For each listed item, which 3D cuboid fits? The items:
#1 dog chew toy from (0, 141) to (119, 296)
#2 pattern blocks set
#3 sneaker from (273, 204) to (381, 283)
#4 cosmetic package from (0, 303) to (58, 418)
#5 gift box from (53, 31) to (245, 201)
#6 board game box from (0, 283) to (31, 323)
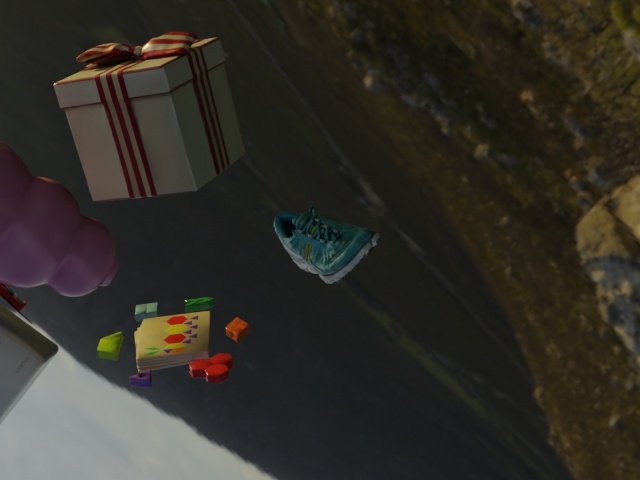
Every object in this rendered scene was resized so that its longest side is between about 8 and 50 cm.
[{"bbox_3d":[-0.466,-0.022,1.519,0.332,0.206,0.206,30,177,-22],"label":"dog chew toy"},{"bbox_3d":[-0.279,0.192,1.876,0.325,0.286,0.026,-82,-13,-67],"label":"pattern blocks set"},{"bbox_3d":[0.000,0.000,1.643,0.110,0.107,0.275,50,160,-21],"label":"sneaker"},{"bbox_3d":[-0.827,0.284,2.204,0.329,0.327,0.394,38,172,-6],"label":"cosmetic package"},{"bbox_3d":[-0.302,-0.239,1.778,0.276,0.255,0.258,-58,-42,-62],"label":"gift box"},{"bbox_3d":[-0.659,0.108,2.080,0.133,0.033,0.168,36,165,27],"label":"board game box"}]
